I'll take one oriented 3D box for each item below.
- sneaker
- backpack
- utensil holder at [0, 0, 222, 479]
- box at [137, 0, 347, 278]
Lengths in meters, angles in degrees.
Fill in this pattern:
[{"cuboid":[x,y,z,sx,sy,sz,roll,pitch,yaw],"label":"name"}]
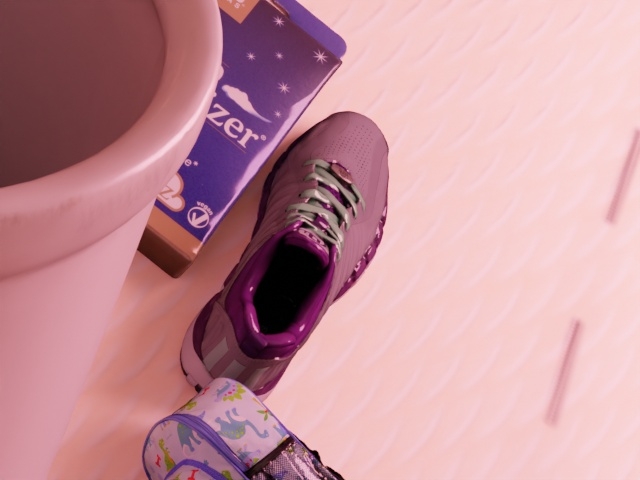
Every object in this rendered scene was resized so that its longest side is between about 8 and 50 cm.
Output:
[{"cuboid":[0.000,0.000,1.187,0.083,0.098,0.224,32,57,-9],"label":"sneaker"},{"cuboid":[-0.048,0.140,1.096,0.084,0.105,0.114,-36,80,-35],"label":"backpack"},{"cuboid":[-0.254,0.023,0.833,0.327,0.385,0.327,16,37,-12],"label":"utensil holder"},{"cuboid":[-0.080,-0.100,1.236,0.136,0.036,0.225,38,55,-5],"label":"box"}]
